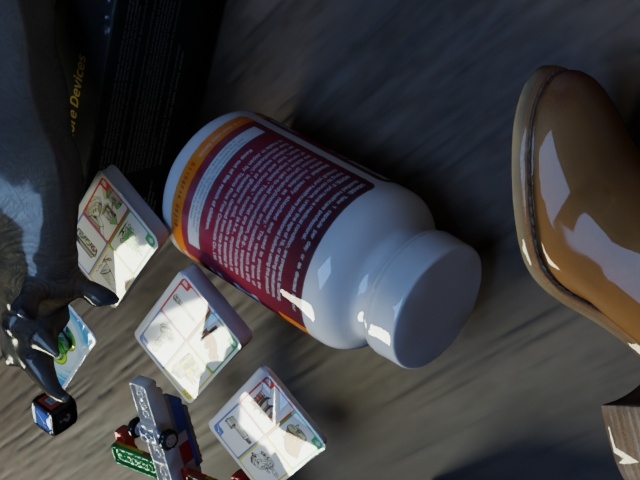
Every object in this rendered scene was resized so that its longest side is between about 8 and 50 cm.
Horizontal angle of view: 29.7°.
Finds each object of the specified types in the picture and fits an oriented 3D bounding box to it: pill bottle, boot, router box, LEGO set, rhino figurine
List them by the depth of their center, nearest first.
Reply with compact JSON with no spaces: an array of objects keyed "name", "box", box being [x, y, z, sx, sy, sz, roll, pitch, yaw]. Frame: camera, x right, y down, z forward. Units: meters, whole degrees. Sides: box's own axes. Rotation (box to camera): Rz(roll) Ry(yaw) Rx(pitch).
[{"name":"boot","box":[0.165,0.011,0.454,0.152,0.073,0.197,-12,108,47]},{"name":"pill bottle","box":[0.000,0.000,0.595,0.152,0.086,0.086,30,123,34]},{"name":"rhino figurine","box":[-0.161,-0.035,0.614,0.106,0.073,0.243,-26,75,45]},{"name":"router box","box":[-0.161,-0.185,0.693,0.243,0.081,0.309,36,126,30]},{"name":"LEGO set","box":[-0.093,0.083,0.698,0.182,0.060,0.244,50,139,8]}]
